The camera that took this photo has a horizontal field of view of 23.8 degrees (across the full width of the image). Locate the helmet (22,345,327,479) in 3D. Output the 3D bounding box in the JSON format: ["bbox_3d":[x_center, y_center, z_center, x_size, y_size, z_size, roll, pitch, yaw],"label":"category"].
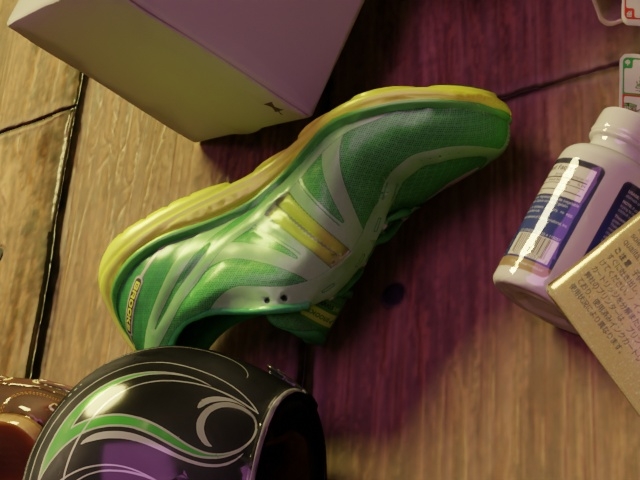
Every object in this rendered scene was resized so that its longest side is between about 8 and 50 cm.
[{"bbox_3d":[-0.091,0.145,0.880,0.161,0.169,0.169,2,63,21],"label":"helmet"}]

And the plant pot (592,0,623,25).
[{"bbox_3d":[0.210,-0.204,0.904,0.109,0.109,0.096,-17,12,29],"label":"plant pot"}]

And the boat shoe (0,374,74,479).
[{"bbox_3d":[-0.240,0.131,1.077,0.207,0.073,0.073,4,28,36],"label":"boat shoe"}]

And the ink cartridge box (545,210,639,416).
[{"bbox_3d":[0.251,0.056,0.712,0.193,0.088,0.235,-39,51,10],"label":"ink cartridge box"}]

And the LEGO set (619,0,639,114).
[{"bbox_3d":[0.283,-0.138,0.818,0.244,0.060,0.182,9,109,36],"label":"LEGO set"}]

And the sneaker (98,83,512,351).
[{"bbox_3d":[0.000,0.000,0.962,0.295,0.109,0.123,-30,70,18],"label":"sneaker"}]

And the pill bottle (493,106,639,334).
[{"bbox_3d":[0.153,-0.012,0.858,0.067,0.067,0.120,21,77,44],"label":"pill bottle"}]

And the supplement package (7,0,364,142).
[{"bbox_3d":[-0.058,-0.241,1.063,0.177,0.175,0.293,-5,57,59],"label":"supplement package"}]
